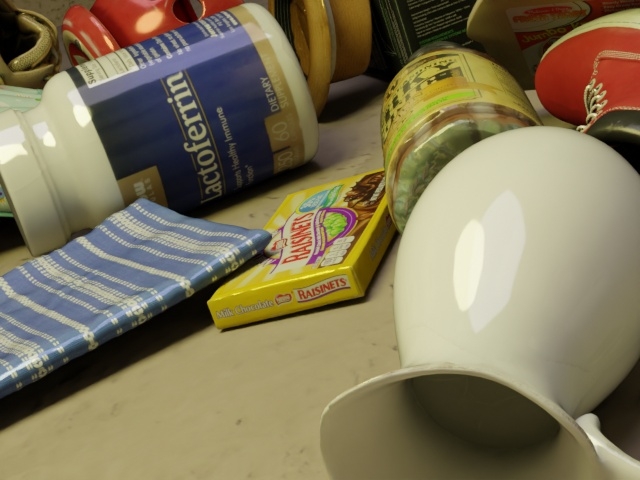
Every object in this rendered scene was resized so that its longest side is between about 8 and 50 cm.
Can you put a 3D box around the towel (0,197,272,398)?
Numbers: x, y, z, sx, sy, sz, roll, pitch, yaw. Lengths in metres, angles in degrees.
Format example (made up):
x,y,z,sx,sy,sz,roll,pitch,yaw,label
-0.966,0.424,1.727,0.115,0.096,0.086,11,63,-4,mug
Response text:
x,y,z,sx,sy,sz,roll,pitch,yaw,label
-0.223,0.057,0.989,0.336,0.040,0.243,-29,18,-21,towel

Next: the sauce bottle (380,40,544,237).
x,y,z,sx,sy,sz,roll,pitch,yaw,label
0.095,-0.072,0.976,0.111,0.111,0.344,-17,16,5,sauce bottle

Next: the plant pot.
x,y,z,sx,sy,sz,roll,pitch,yaw,label
-0.180,-0.213,1.576,0.174,0.191,0.191,-34,21,-16,plant pot

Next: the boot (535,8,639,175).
x,y,z,sx,sy,sz,roll,pitch,yaw,label
0.191,-0.083,0.957,0.176,0.088,0.244,-33,21,-23,boot

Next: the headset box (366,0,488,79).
x,y,z,sx,sy,sz,roll,pitch,yaw,label
0.147,-0.277,1.505,0.246,0.131,0.283,-22,17,-11,headset box

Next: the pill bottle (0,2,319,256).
x,y,z,sx,sy,sz,roll,pitch,yaw,label
-0.148,-0.092,1.212,0.265,0.153,0.153,-23,18,-12,pill bottle

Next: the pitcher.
x,y,z,sx,sy,sz,roll,pitch,yaw,label
0.113,0.039,0.631,0.178,0.125,0.207,9,37,16,pitcher

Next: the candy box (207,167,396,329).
x,y,z,sx,sy,sz,roll,pitch,yaw,label
0.000,0.000,0.988,0.105,0.027,0.206,-17,17,20,candy box

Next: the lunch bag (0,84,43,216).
x,y,z,sx,sy,sz,roll,pitch,yaw,label
-0.316,-0.095,1.383,0.224,0.108,0.279,2,13,-19,lunch bag

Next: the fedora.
x,y,z,sx,sy,sz,roll,pitch,yaw,label
0.005,-0.214,1.409,0.079,0.194,0.194,-7,14,-15,fedora

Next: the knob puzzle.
x,y,z,sx,sy,sz,roll,pitch,yaw,label
0.203,-0.175,1.052,0.213,0.213,0.030,-8,64,31,knob puzzle

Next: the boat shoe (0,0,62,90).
x,y,z,sx,sy,sz,roll,pitch,yaw,label
-0.340,-0.192,1.545,0.110,0.121,0.341,-13,-24,17,boat shoe
